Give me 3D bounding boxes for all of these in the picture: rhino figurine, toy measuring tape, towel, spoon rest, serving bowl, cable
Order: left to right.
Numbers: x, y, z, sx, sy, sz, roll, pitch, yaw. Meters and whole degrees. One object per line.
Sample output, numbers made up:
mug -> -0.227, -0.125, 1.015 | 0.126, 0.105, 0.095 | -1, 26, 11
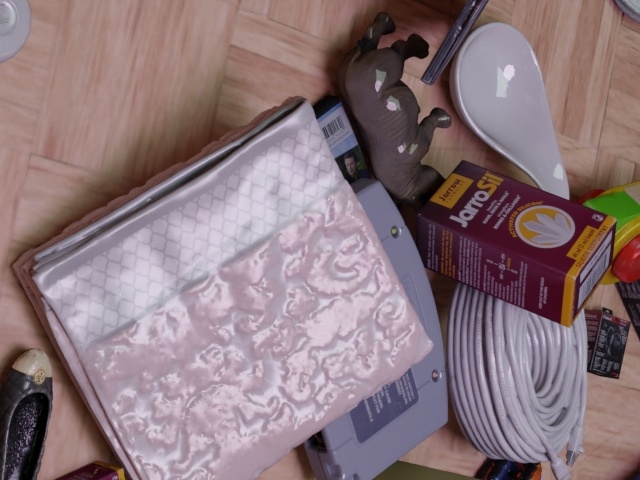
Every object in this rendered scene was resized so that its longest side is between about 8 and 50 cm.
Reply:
serving bowl -> -0.287, -0.196, 1.454 | 0.083, 0.027, 0.083 | -4, 95, -42
towel -> -0.081, 0.071, 1.582 | 0.332, 0.053, 0.317 | -33, 114, -16
rhino figurine -> 0.085, -0.114, 1.773 | 0.106, 0.073, 0.243 | -44, 125, -36
spoon rest -> 0.224, -0.117, 1.892 | 0.137, 0.084, 0.276 | -38, 118, -34
cable -> 0.227, 0.123, 1.882 | 0.257, 0.089, 0.257 | 45, 51, -49
toy measuring tape -> 0.398, -0.015, 2.036 | 0.330, 0.121, 0.121 | -14, 103, -41

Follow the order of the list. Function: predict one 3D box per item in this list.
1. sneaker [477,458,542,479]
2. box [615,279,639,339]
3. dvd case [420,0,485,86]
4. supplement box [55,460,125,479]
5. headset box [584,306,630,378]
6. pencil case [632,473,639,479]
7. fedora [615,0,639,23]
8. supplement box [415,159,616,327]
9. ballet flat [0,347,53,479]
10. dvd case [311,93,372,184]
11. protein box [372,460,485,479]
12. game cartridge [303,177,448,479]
sneaker -> 0.195, 0.344, 1.913 | 0.221, 0.083, 0.087 | -45, 129, -26
box -> 0.498, 0.068, 2.176 | 0.216, 0.060, 0.270 | -46, 122, -29
dvd case -> 0.175, -0.265, 1.743 | 0.164, 0.018, 0.221 | -59, 178, 30
supplement box -> -0.223, 0.247, 1.543 | 0.083, 0.043, 0.055 | -23, 110, -38
headset box -> 0.351, 0.126, 2.065 | 0.062, 0.032, 0.083 | 18, 81, -42
pencil case -> 0.455, 0.342, 2.122 | 0.306, 0.119, 0.133 | -30, 128, -37
fedora -> 0.468, -0.401, 2.034 | 0.243, 0.124, 0.275 | 10, 86, -29
supplement box -> 0.207, 0.001, 1.762 | 0.104, 0.188, 0.081 | -49, 151, -35
ballet flat -> -0.265, 0.184, 1.494 | 0.057, 0.049, 0.173 | 12, 86, -43
dvd case -> 0.000, 0.000, 1.739 | 0.180, 0.022, 0.253 | -39, 119, -32
protein box -> 0.108, 0.360, 1.750 | 0.201, 0.200, 0.136 | -55, 126, -25
game cartridge -> 0.039, 0.095, 1.734 | 0.196, 0.060, 0.294 | -29, 113, -32
